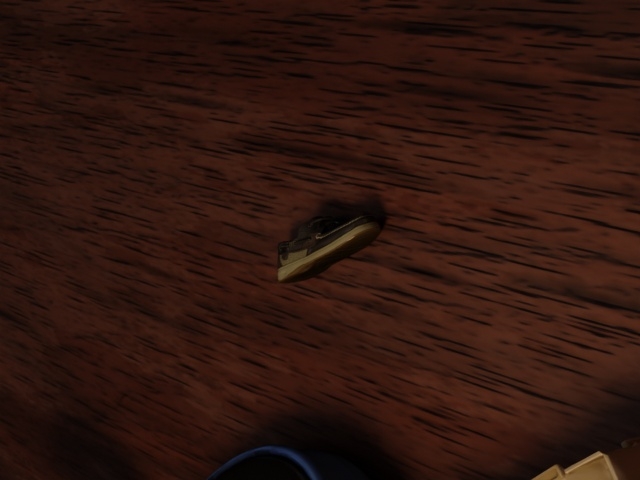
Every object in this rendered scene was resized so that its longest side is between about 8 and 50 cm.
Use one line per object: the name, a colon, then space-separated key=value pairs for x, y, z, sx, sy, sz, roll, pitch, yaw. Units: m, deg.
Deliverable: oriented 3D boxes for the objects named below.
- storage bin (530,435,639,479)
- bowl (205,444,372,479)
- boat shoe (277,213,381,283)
storage bin: x=0.212 y=0.319 z=1.054 sx=0.260 sy=0.123 sz=0.262 roll=-44 pitch=59 yaw=41
bowl: x=-0.078 y=0.377 z=1.299 sx=0.391 sy=0.077 sz=0.391 roll=-42 pitch=32 yaw=34
boat shoe: x=0.000 y=0.000 z=1.343 sx=0.152 sy=0.056 sz=0.049 roll=-30 pitch=74 yaw=47
